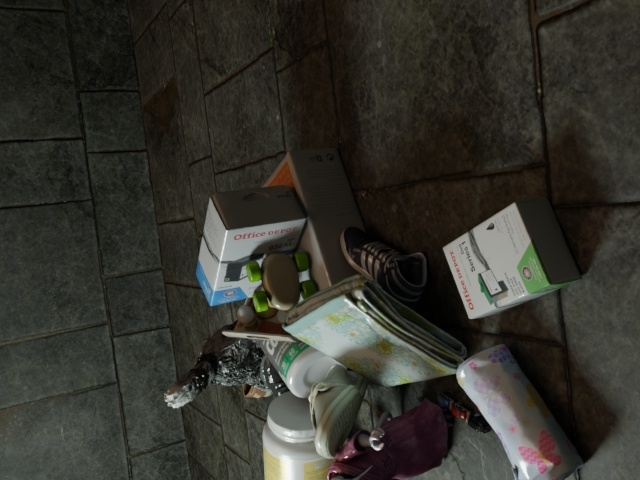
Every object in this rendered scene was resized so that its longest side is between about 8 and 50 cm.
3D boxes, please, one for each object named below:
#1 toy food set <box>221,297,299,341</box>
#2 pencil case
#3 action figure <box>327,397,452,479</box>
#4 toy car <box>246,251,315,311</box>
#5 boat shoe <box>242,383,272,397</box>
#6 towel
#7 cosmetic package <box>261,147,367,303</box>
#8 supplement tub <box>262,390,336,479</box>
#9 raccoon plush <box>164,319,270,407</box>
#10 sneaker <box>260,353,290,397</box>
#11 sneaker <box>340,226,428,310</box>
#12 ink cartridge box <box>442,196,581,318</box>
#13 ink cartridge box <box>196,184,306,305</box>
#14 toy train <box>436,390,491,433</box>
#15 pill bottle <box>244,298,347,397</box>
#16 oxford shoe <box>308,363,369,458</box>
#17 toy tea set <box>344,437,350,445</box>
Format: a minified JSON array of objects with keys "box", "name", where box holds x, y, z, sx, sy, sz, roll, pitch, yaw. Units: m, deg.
[{"box":[-0.136,0.161,1.753,0.219,0.306,0.092,0,136,23],"name":"toy food set"},{"box":[0.369,0.335,1.135,0.124,0.113,0.273,-48,54,32],"name":"pencil case"},{"box":[0.120,0.478,1.343,0.275,0.370,0.248,3,105,54],"name":"action figure"},{"box":[-0.118,0.118,1.587,0.188,0.154,0.149,141,117,-71],"name":"toy car"},{"box":[-0.236,0.443,2.212,0.123,0.116,0.325,25,119,55],"name":"boat shoe"},{"box":[0.113,0.228,1.390,0.374,0.320,0.090,-33,24,58],"name":"towel"},{"box":[0.000,0.000,1.646,0.230,0.161,0.454,-43,61,55],"name":"cosmetic package"},{"box":[-0.052,0.648,1.809,0.241,0.240,0.332,30,125,54],"name":"supplement tub"},{"box":[-0.292,0.476,2.007,0.216,0.446,0.299,-2,121,55],"name":"raccoon plush"},{"box":[-0.090,0.495,1.962,0.139,0.125,0.341,7,122,48],"name":"sneaker"},{"box":[0.156,0.043,1.444,0.282,0.099,0.153,56,147,26],"name":"sneaker"},{"box":[0.347,0.040,1.119,0.219,0.092,0.160,-43,60,55],"name":"ink cartridge box"},{"box":[-0.191,0.016,1.592,0.129,0.223,0.308,60,146,33],"name":"ink cartridge box"},{"box":[0.311,0.380,1.327,0.158,0.036,0.027,29,122,55],"name":"toy train"},{"box":[-0.085,0.288,1.823,0.361,0.204,0.204,44,133,46],"name":"pill bottle"},{"box":[0.028,0.402,1.459,0.449,0.130,0.169,-5,-65,-79],"name":"oxford shoe"},{"box":[0.088,0.628,1.588,0.200,0.124,0.336,43,170,21],"name":"toy tea set"}]
